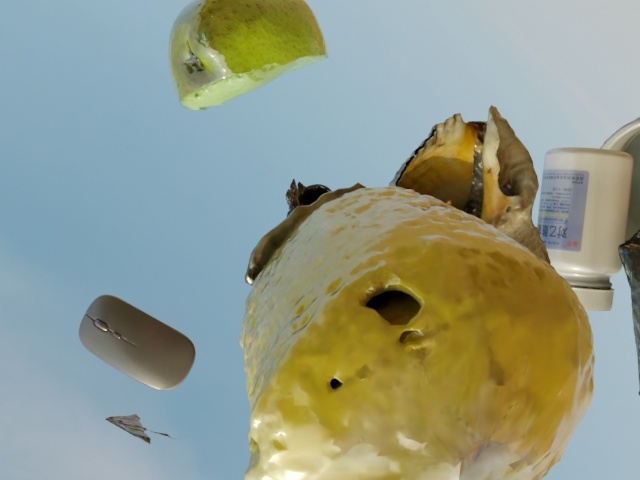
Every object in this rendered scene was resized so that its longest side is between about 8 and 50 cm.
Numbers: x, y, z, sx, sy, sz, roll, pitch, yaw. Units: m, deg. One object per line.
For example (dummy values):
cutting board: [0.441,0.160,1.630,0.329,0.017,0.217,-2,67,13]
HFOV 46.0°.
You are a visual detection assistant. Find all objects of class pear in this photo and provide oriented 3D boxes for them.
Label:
pear: [-0.189,-0.411,1.553,0.318,0.343,0.238,-41,-68,-72]

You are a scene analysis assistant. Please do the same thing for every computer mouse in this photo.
computer mouse: [-0.348,0.191,1.419,0.232,0.120,0.057,29,179,7]

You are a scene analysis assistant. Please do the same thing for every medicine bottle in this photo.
medicine bottle: [0.311,-0.014,0.901,0.103,0.103,0.186,2,-85,-48]

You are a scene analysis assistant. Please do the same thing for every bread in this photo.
bread: [0.042,0.072,0.409,0.197,0.197,0.170,29,-168,-28]

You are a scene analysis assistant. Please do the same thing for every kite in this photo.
kite: [-0.337,0.356,1.429,0.157,0.011,0.139,24,-178,-24]

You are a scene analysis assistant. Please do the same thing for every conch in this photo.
conch: [0.131,-0.006,0.705,0.178,0.163,0.245,1,-82,-44]

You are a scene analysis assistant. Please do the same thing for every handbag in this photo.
handbag: [0.407,0.064,0.873,0.270,0.089,0.175,-24,-65,-53]

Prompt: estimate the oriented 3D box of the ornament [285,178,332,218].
ornament: [0.000,0.000,1.571,0.260,0.106,0.251,6,-103,-73]

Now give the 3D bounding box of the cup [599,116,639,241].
cup: [0.537,-0.082,1.188,0.227,0.301,0.257,55,-143,7]
